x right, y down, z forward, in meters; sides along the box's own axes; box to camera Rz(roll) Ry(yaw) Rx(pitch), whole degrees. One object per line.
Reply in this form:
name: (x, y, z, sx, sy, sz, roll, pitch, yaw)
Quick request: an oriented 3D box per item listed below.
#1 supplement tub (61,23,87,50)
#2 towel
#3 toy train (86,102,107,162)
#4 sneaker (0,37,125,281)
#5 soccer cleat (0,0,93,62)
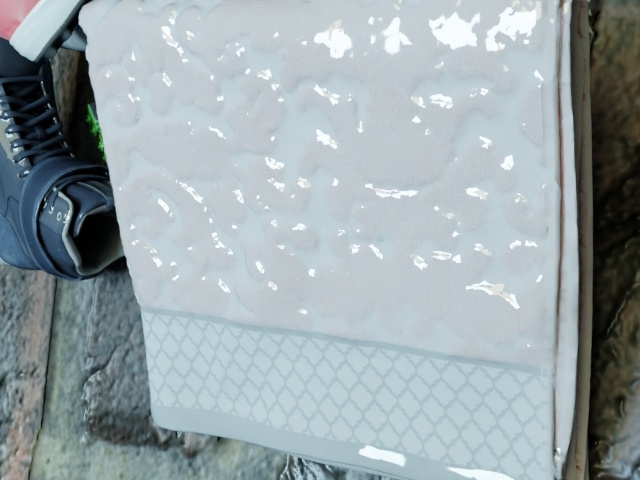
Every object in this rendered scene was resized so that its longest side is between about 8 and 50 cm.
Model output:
supplement tub: (-0.177, -0.189, 0.800, 0.107, 0.071, 0.071, 10, 89, 32)
towel: (0.000, 0.000, 0.601, 0.332, 0.053, 0.316, 6, 112, 32)
toy train: (-0.175, -0.080, 0.810, 0.083, 0.017, 0.023, 62, 154, 23)
sneaker: (-0.210, -0.077, 0.765, 0.163, 0.086, 0.226, 13, 112, 44)
soccer cleat: (-0.155, -0.278, 0.678, 0.318, 0.116, 0.108, -50, 19, 16)
